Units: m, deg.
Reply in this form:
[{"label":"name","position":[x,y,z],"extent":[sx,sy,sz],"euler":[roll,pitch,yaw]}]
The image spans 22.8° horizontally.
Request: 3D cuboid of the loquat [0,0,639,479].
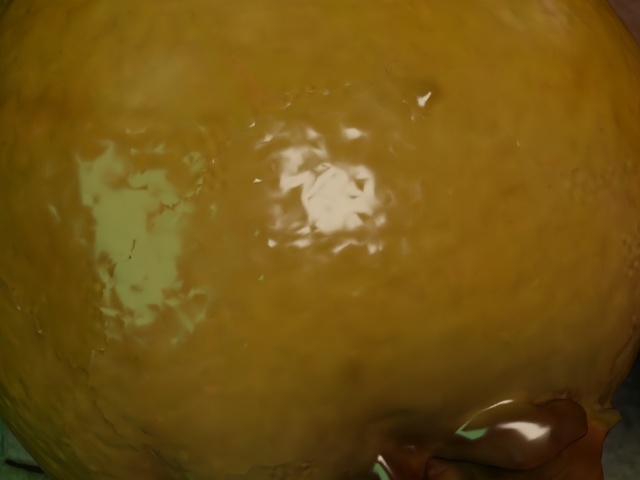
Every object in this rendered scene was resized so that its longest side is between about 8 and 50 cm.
[{"label":"loquat","position":[0.000,0.000,0.578],"extent":[0.275,0.275,0.274],"euler":[0,90,48]}]
